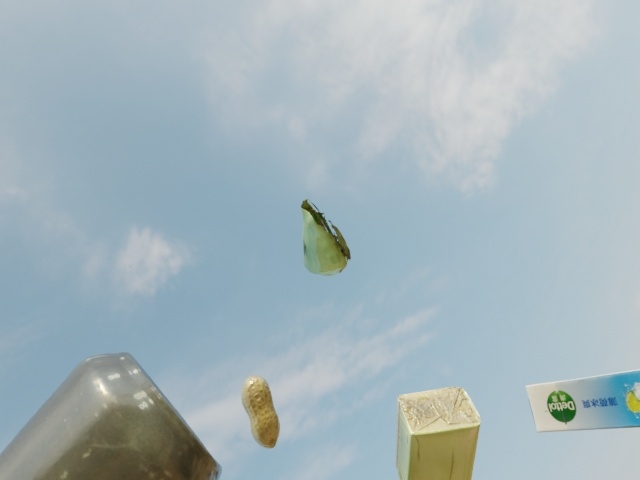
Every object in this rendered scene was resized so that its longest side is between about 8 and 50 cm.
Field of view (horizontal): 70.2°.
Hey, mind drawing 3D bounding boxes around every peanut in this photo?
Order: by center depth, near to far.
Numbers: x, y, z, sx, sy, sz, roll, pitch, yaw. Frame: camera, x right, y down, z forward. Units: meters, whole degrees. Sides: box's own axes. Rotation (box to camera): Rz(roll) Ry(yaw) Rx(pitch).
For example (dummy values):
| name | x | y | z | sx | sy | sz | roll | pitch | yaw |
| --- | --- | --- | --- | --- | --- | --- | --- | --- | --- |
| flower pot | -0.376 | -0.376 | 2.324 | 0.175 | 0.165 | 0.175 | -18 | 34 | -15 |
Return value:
| name | x | y | z | sx | sy | sz | roll | pitch | yaw |
| --- | --- | --- | --- | --- | --- | --- | --- | --- | --- |
| peanut | -0.179 | 0.511 | 1.356 | 0.090 | 0.098 | 0.214 | 1 | -113 | -56 |

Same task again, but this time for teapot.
| name | x | y | z | sx | sy | sz | roll | pitch | yaw |
| --- | --- | --- | --- | --- | --- | --- | --- | --- | --- |
| teapot | -0.308 | 0.344 | 0.559 | 0.344 | 0.253 | 0.300 | -38 | -66 | -24 |

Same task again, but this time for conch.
| name | x | y | z | sx | sy | sz | roll | pitch | yaw |
| --- | --- | --- | --- | --- | --- | --- | --- | --- | --- |
| conch | 0.017 | 0.009 | 1.335 | 0.137 | 0.144 | 0.251 | -6 | -46 | -6 |

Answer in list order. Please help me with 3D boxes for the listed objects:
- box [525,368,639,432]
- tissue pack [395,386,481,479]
| name | x | y | z | sx | sy | sz | roll | pitch | yaw |
| --- | --- | --- | --- | --- | --- | --- | --- | --- | --- |
| box | 0.428 | 0.230 | 0.658 | 0.139 | 0.194 | 0.073 | 7 | -115 | -30 |
| tissue pack | 0.259 | 0.465 | 1.034 | 0.159 | 0.125 | 0.234 | -5 | -63 | -5 |
